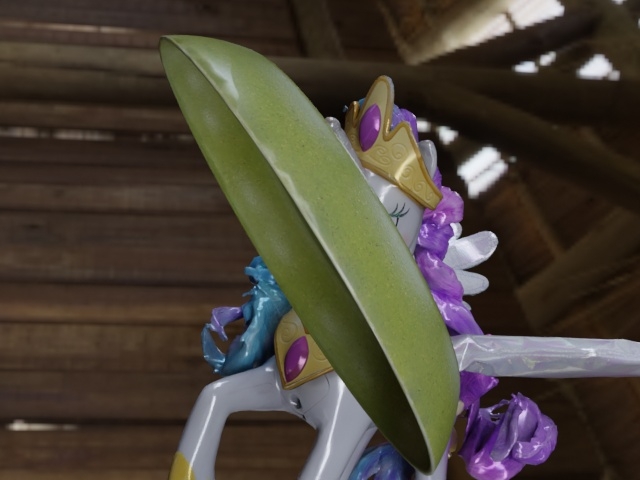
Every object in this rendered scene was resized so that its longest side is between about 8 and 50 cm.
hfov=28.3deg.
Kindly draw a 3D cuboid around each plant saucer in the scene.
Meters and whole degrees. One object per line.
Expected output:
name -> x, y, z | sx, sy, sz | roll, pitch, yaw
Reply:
plant saucer -> 0.000, 0.000, 0.605 | 0.241, 0.037, 0.241 | 56, -8, 13

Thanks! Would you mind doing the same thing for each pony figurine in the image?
pony figurine -> 0.061, 0.094, 0.873 | 0.303, 0.351, 0.363 | 24, -84, 40
